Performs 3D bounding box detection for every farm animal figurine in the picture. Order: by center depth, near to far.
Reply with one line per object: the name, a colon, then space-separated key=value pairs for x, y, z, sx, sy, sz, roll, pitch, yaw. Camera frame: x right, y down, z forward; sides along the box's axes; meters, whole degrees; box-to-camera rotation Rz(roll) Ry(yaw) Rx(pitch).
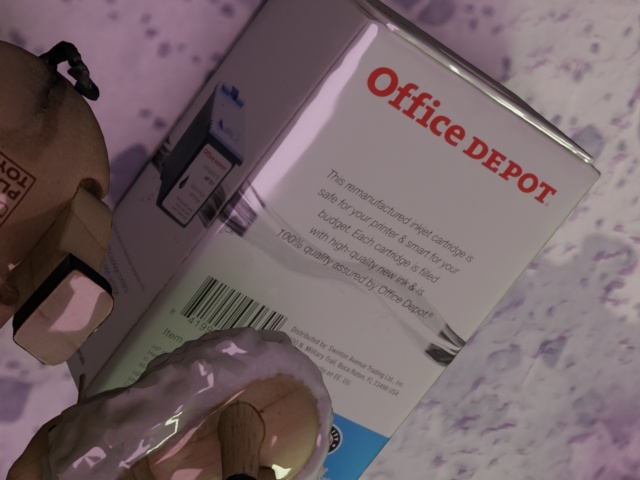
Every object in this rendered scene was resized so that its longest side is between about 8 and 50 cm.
farm animal figurine: x=-0.203 y=0.033 z=0.549 sx=0.326 sy=0.172 sz=0.330 roll=-32 pitch=114 yaw=2

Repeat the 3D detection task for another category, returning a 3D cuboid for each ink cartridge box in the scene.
ink cartridge box: x=0.000 y=0.000 z=0.668 sx=0.139 sy=0.082 sz=0.191 roll=30 pitch=103 yaw=-33
